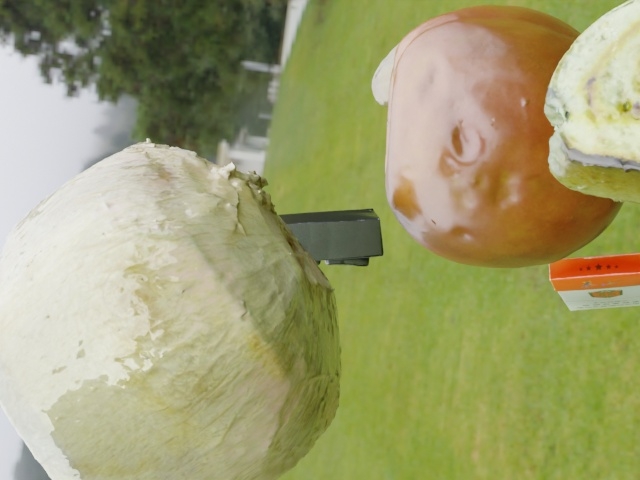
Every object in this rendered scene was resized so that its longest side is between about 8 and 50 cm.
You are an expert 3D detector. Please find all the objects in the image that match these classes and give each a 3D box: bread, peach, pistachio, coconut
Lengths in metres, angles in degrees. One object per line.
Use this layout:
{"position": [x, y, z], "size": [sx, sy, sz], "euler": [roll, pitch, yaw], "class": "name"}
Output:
{"position": [0.315, -0.127, 0.922], "size": [0.124, 0.257, 0.186], "euler": [22, -122, -56], "class": "bread"}
{"position": [0.233, -0.127, 1.331], "size": [0.343, 0.302, 0.342], "euler": [3, -90, -87], "class": "peach"}
{"position": [0.163, -0.257, 1.622], "size": [0.126, 0.185, 0.108], "euler": [61, -164, 4], "class": "pistachio"}
{"position": [-0.118, 0.070, 0.864], "size": [0.297, 0.254, 0.297], "euler": [56, 173, 10], "class": "coconut"}

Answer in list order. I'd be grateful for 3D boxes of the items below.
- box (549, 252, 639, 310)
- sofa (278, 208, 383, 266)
{"position": [0.416, 0.063, 1.562], "size": [0.245, 0.139, 0.035], "euler": [35, -128, -68], "class": "box"}
{"position": [0.000, 0.000, 1.297], "size": [0.085, 0.147, 0.060], "euler": [-111, 17, -78], "class": "sofa"}
